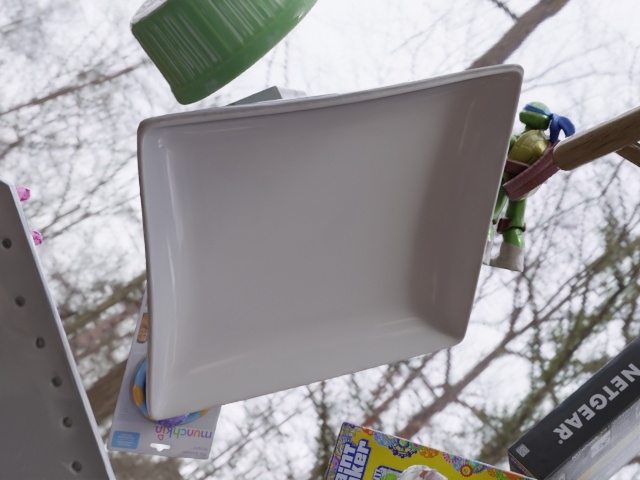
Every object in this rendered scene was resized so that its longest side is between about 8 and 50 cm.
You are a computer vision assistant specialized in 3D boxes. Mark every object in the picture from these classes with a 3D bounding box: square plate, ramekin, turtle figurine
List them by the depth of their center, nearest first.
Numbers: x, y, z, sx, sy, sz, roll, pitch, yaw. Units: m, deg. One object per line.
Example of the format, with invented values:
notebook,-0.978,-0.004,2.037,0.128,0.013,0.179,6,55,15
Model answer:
square plate,0.000,0.000,1.014,0.049,0.344,0.347,-122,-152,-43
ramekin,-0.152,-0.364,1.712,0.303,0.303,0.148,-17,-59,48
turtle figurine,0.260,-0.096,1.766,0.275,0.198,0.266,12,-90,13

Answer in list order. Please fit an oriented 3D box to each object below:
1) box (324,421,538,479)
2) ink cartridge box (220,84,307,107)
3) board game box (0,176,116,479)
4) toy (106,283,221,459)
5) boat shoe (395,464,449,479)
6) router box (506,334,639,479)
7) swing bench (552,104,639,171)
box,0.134,0.400,1.531,0.279,0.177,0.290,16,-20,5
ink cartridge box,-0.102,-0.183,1.820,0.160,0.219,0.092,-20,-88,12
board game box,-0.393,0.176,1.069,0.390,0.050,0.390,-18,-88,16
toy,-0.170,0.165,1.369,0.056,0.137,0.237,-149,-109,-66
boat shoe,0.093,0.350,1.059,0.120,0.324,0.122,14,-58,9
router box,0.452,0.325,1.831,0.081,0.309,0.243,44,-16,33
swing bench,0.271,-0.171,0.652,0.165,0.253,0.254,25,-42,-22
